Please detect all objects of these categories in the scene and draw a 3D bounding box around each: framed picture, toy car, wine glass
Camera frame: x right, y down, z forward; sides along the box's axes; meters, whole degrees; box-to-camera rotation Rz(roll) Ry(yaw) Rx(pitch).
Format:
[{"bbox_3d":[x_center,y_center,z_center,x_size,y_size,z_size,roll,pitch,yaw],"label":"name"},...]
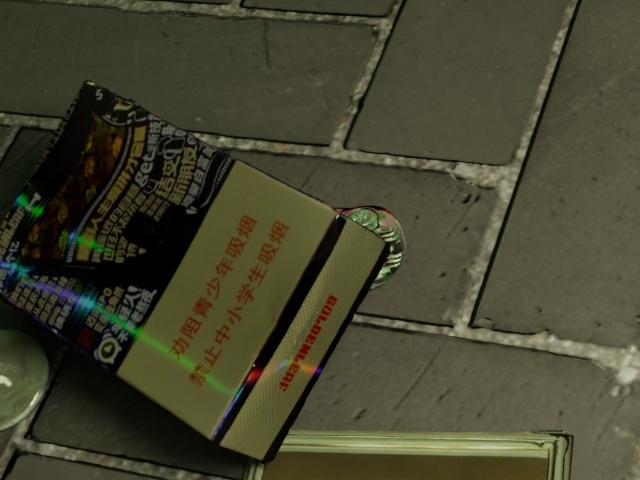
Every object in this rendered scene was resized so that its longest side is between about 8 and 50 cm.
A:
[{"bbox_3d":[0.051,0.219,1.141,0.252,0.014,0.197,-1,51,16],"label":"framed picture"},{"bbox_3d":[0.000,0.000,1.302,0.142,0.069,0.055,-1,41,17],"label":"toy car"},{"bbox_3d":[-0.388,0.031,1.226,0.264,0.309,0.096,7,62,21],"label":"wine glass"}]

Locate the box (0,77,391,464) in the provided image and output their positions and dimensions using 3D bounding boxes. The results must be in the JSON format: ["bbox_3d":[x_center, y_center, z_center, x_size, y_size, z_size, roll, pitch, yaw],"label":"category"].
[{"bbox_3d":[-0.117,0.018,1.256,0.310,0.084,0.198,29,90,37],"label":"box"}]
